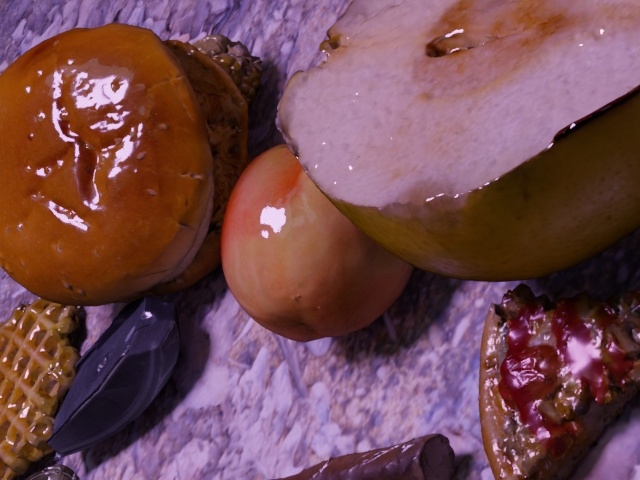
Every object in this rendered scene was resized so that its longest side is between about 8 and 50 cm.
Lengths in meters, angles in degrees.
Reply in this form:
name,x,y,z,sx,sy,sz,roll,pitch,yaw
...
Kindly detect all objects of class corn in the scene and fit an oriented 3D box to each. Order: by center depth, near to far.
name,x,y,z,sx,sy,sz,roll,pitch,yaw
corn,-0.160,-0.114,1.778,0.260,0.091,0.091,-51,16,21

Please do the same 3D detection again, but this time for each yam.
name,x,y,z,sx,sy,sz,roll,pitch,yaw
yam,0.013,0.202,1.310,0.241,0.057,0.056,-24,46,44

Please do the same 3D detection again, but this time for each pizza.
name,x,y,z,sx,sy,sz,roll,pitch,yaw
pizza,0.187,0.085,1.163,0.199,0.062,0.188,-35,41,31

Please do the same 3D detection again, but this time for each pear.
name,x,y,z,sx,sy,sz,roll,pitch,yaw
pear,0.173,-0.104,1.213,0.386,0.191,0.340,4,56,48

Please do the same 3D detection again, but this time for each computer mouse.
name,x,y,z,sx,sy,sz,roll,pitch,yaw
computer mouse,-0.206,0.148,1.645,0.231,0.071,0.126,-46,20,35

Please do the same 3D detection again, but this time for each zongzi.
name,x,y,z,sx,sy,sz,roll,pitch,yaw
zongzi,-0.296,0.263,1.693,0.109,0.055,0.119,-49,22,11

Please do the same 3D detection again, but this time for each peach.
name,x,y,z,sx,sy,sz,roll,pitch,yaw
peach,0.000,0.000,1.391,0.184,0.184,0.184,-34,40,34

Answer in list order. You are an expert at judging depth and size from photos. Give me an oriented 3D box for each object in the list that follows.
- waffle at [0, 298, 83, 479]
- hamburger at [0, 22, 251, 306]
name,x,y,z,sx,sy,sz,roll,pitch,yaw
waffle,-0.358,0.187,1.840,0.245,0.052,0.254,-32,41,37
hamburger,-0.229,-0.077,1.674,0.314,0.170,0.289,-15,80,29
